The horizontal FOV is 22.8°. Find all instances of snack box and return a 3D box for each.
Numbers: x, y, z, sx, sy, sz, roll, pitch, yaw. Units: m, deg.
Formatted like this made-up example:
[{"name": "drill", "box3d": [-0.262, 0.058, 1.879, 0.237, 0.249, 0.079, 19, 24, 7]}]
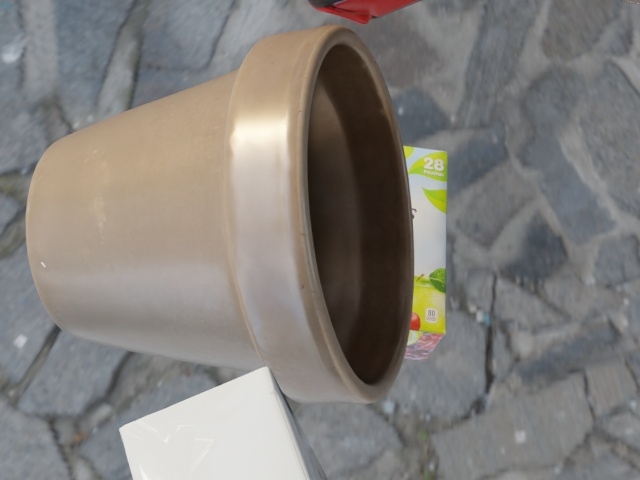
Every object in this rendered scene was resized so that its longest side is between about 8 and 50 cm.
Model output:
[{"name": "snack box", "box3d": [0.000, 0.000, 1.336, 0.207, 0.070, 0.174, 8, 63, -9]}]

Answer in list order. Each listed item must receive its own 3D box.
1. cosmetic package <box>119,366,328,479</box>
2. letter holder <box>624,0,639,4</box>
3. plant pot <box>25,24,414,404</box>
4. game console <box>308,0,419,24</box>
[{"name": "cosmetic package", "box3d": [0.021, 0.287, 0.880, 0.097, 0.284, 0.377, -21, 141, 1]}, {"name": "letter holder", "box3d": [0.317, -0.280, 1.234, 0.214, 0.302, 0.152, 8, 87, -9]}, {"name": "plant pot", "box3d": [-0.074, -0.010, 1.127, 0.229, 0.263, 0.263, -5, 107, 20]}, {"name": "game console", "box3d": [0.129, -0.354, 1.145, 0.060, 0.342, 0.387, 25, 73, -24]}]
